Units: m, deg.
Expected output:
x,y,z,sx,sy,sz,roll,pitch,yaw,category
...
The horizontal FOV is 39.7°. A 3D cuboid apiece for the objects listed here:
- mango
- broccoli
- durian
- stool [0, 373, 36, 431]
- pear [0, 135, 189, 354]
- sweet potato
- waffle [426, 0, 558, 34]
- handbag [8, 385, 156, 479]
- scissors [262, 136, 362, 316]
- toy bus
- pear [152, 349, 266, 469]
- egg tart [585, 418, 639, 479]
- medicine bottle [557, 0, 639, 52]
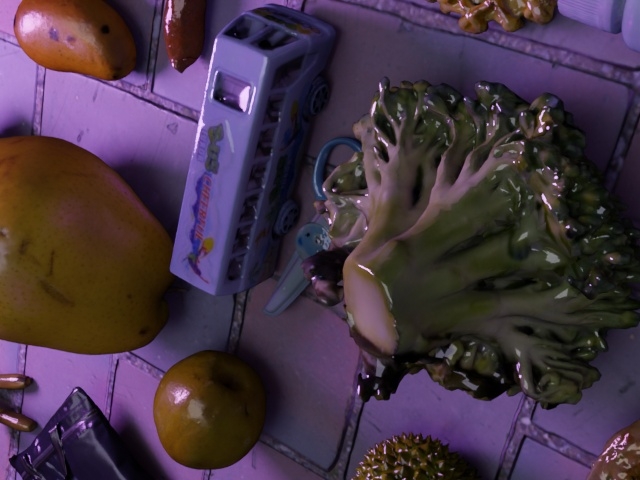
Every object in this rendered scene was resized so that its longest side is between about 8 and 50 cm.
x,y,z,sx,sy,sz,roll,pitch,yaw,category
-0.320,-0.272,1.155,0.178,0.090,0.115,16,124,25,mango
0.134,0.009,0.868,0.324,0.272,0.334,-127,35,-59,broccoli
0.110,0.319,1.010,0.159,0.146,0.198,-29,83,38,durian
-0.543,0.273,1.452,0.110,0.134,0.135,9,154,30,stool
-0.356,0.015,1.179,0.285,0.285,0.336,-23,130,36,pear
-0.161,-0.298,1.067,0.056,0.056,0.194,15,108,29,sweet potato
0.155,-0.298,0.861,0.161,0.046,0.192,12,110,33,waffle
-0.370,0.364,1.377,0.211,0.089,0.254,48,123,6,handbag
0.000,0.000,1.059,0.125,0.030,0.256,44,119,15,scissors
-0.084,-0.099,1.021,0.109,0.136,0.329,27,118,22,toy bus
-0.143,0.221,1.153,0.149,0.149,0.162,45,133,14,pear
0.375,0.275,0.858,0.252,0.098,0.231,-5,94,30,egg tart
0.323,-0.206,0.720,0.225,0.139,0.139,27,117,24,medicine bottle
